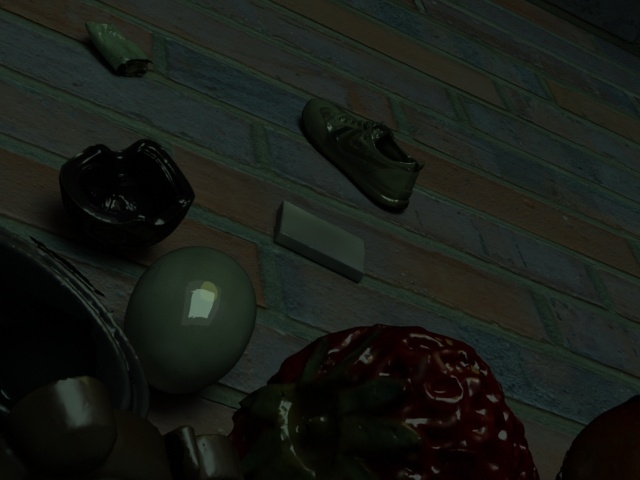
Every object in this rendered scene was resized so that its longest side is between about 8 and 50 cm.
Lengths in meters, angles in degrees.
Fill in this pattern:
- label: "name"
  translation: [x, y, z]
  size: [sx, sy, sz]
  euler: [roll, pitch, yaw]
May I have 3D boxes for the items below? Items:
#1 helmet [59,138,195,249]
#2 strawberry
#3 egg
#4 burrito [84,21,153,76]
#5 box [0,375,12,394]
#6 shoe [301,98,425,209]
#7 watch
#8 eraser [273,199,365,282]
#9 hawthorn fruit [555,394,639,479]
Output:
- label: "helmet"
  translation: [-0.259, -0.047, 1.672]
  size: [0.177, 0.107, 0.153]
  euler: [-12, 51, -29]
- label: "strawberry"
  translation: [0.095, 0.238, 1.371]
  size: [0.345, 0.317, 0.295]
  euler: [19, 30, -51]
- label: "egg"
  translation: [-0.155, 0.094, 1.495]
  size: [0.151, 0.151, 0.209]
  euler: [30, 34, -5]
- label: "burrito"
  translation: [-0.338, -0.319, 2.095]
  size: [0.118, 0.044, 0.074]
  euler: [45, 32, 17]
- label: "box"
  translation: [-0.378, 0.109, 1.328]
  size: [0.220, 0.064, 0.141]
  euler: [24, 28, -20]
- label: "shoe"
  translation: [0.074, -0.171, 2.238]
  size: [0.275, 0.098, 0.103]
  euler: [44, 25, 23]
- label: "watch"
  translation: [-0.280, 0.149, 1.128]
  size: [0.335, 0.314, 0.327]
  euler: [22, 30, -52]
- label: "eraser"
  translation: [0.000, 0.000, 1.954]
  size: [0.150, 0.023, 0.104]
  euler: [27, 28, -13]
- label: "hawthorn fruit"
  translation: [0.440, 0.325, 1.589]
  size: [0.316, 0.316, 0.316]
  euler: [25, 28, -15]
